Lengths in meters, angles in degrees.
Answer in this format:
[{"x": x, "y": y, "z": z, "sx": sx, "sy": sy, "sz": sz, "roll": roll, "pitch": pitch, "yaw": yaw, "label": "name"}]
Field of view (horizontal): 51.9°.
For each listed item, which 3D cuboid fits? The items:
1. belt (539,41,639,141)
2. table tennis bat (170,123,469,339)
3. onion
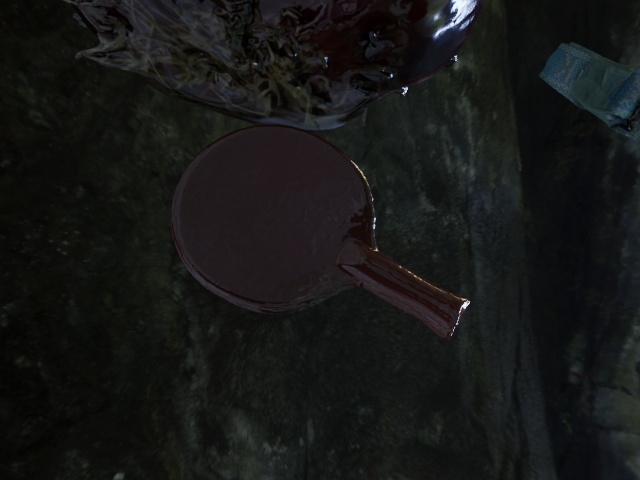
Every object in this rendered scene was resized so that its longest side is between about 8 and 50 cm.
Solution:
[{"x": 0.365, "y": -0.192, "z": 0.844, "sx": 0.087, "sy": 0.302, "sz": 0.072, "roll": 36, "pitch": -72, "yaw": -17, "label": "belt"}, {"x": 0.000, "y": 0.000, "z": 0.320, "sx": 0.154, "sy": 0.019, "sz": 0.098, "roll": 30, "pitch": -109, "yaw": 8, "label": "table tennis bat"}, {"x": -0.027, "y": -0.211, "z": 0.467, "sx": 0.314, "sy": 0.314, "sz": 0.232, "roll": 12, "pitch": -108, "yaw": -3, "label": "onion"}]
